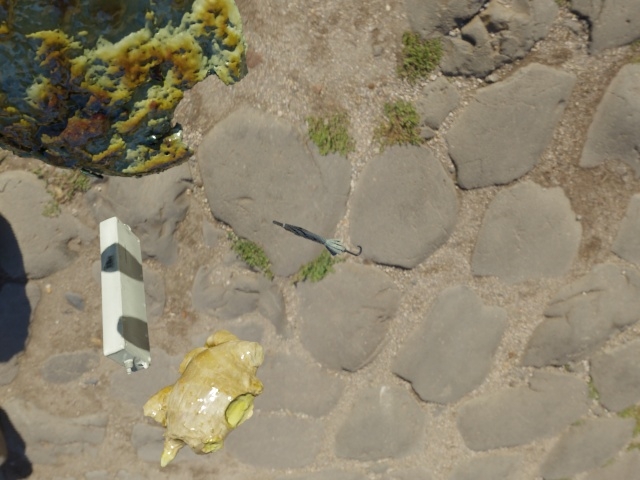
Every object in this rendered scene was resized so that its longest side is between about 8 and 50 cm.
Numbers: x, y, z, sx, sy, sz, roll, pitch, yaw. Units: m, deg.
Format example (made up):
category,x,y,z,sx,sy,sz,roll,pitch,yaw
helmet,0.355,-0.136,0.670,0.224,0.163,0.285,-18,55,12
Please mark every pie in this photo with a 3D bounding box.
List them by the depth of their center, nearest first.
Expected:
category,x,y,z,sx,sy,sz,roll,pitch,yaw
pie,-0.209,-0.189,0.477,0.302,0.067,0.302,-28,145,-21

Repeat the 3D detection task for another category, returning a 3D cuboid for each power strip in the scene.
category,x,y,z,sx,sy,sz,roll,pitch,yaw
power strip,-0.404,0.107,0.993,0.043,0.367,0.106,-23,142,2

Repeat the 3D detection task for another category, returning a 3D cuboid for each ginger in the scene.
category,x,y,z,sx,sy,sz,roll,pitch,yaw
ginger,-0.173,0.233,0.723,0.157,0.216,0.102,15,146,29

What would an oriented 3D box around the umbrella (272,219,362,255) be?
category,x,y,z,sx,sy,sz,roll,pitch,yaw
umbrella,-0.002,0.005,1.087,0.269,0.044,0.044,17,100,-38
